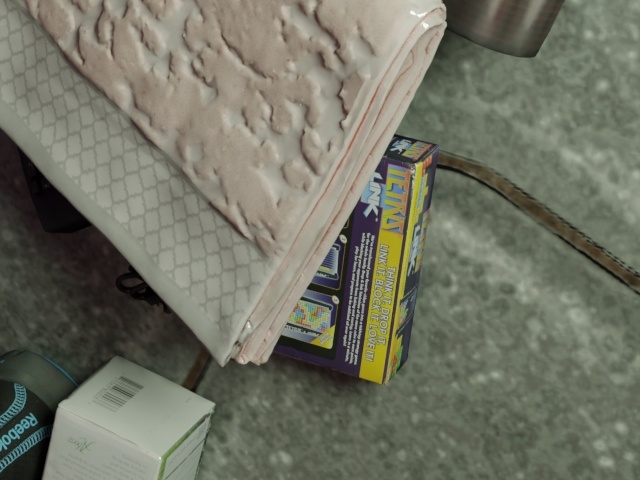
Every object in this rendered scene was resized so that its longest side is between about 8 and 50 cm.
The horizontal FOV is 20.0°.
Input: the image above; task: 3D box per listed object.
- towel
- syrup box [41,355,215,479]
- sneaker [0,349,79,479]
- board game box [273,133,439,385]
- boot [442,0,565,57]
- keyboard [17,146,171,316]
[{"bbox_3d":[-0.096,-0.127,1.159,0.332,0.053,0.317,46,130,22],"label":"towel"},{"bbox_3d":[-0.164,0.220,1.405,0.096,0.093,0.237,24,120,14],"label":"syrup box"},{"bbox_3d":[-0.330,0.211,1.454,0.125,0.139,0.341,45,124,-2],"label":"sneaker"},{"bbox_3d":[0.000,0.000,1.260,0.141,0.048,0.170,16,116,17],"label":"board game box"},{"bbox_3d":[0.077,-0.285,1.070,0.264,0.096,0.280,37,115,40],"label":"boot"},{"bbox_3d":[-0.093,-0.058,1.242,0.317,0.033,0.201,-19,93,42],"label":"keyboard"}]
